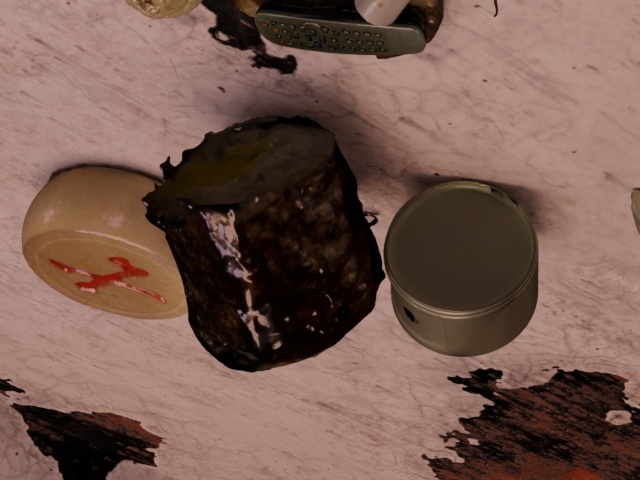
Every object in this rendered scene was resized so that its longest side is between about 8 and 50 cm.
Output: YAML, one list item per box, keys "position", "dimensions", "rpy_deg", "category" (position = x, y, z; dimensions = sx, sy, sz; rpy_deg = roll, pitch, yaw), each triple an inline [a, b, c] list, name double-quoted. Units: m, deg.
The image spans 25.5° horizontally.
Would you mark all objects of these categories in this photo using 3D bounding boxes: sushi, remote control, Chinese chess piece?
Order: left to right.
- position: [-0.341, 0.007, 2.423]
  dimensions: [0.338, 0.140, 0.338]
  rpy_deg: [12, 153, 6]
  category: "Chinese chess piece"
- position: [-0.072, -0.005, 2.023]
  dimensions: [0.281, 0.299, 0.294]
  rpy_deg: [5, 127, 42]
  category: "sushi"
- position: [0.025, -0.264, 1.758]
  dimensions: [0.222, 0.042, 0.072]
  rpy_deg: [7, 153, 19]
  category: "remote control"

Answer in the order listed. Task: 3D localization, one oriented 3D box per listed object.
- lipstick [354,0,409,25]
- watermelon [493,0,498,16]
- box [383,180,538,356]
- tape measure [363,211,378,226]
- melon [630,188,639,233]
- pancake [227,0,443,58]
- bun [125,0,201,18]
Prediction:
- position: [0.117, -0.337, 1.582]
  dimensions: [0.059, 0.059, 0.264]
  rpy_deg: [23, 144, -14]
  category: "lipstick"
- position: [0.206, -0.310, 1.548]
  dimensions: [0.105, 0.133, 0.105]
  rpy_deg: [16, -165, -4]
  category: "watermelon"
- position: [0.210, 0.041, 2.105]
  dimensions: [0.226, 0.226, 0.149]
  rpy_deg: [8, 152, 13]
  category: "box"
- position: [-0.001, 0.004, 2.275]
  dimensions: [0.180, 0.104, 0.107]
  rpy_deg: [9, 149, 13]
  category: "tape measure"
- position: [0.533, -0.005, 1.992]
  dimensions: [0.139, 0.202, 0.093]
  rpy_deg: [-6, 151, -44]
  category: "melon"
- position: [0.010, -0.314, 1.752]
  dimensions: [0.288, 0.033, 0.286]
  rpy_deg: [-5, 148, 35]
  category: "pancake"
- position: [-0.204, -0.322, 1.803]
  dimensions: [0.115, 0.069, 0.115]
  rpy_deg: [11, 154, 6]
  category: "bun"
